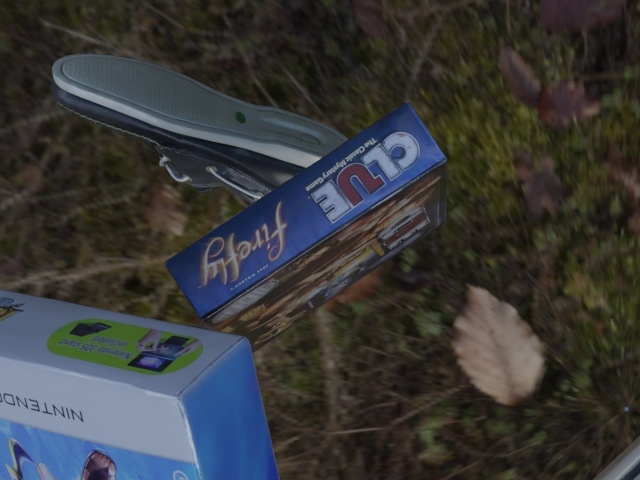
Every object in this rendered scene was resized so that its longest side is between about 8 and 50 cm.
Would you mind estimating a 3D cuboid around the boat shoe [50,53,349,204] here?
[{"bbox_3d":[-0.092,-0.070,1.321,0.233,0.084,0.079,20,120,-9],"label":"boat shoe"}]

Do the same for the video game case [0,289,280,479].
[{"bbox_3d":[-0.124,0.159,0.953,0.244,0.061,0.269,9,122,35],"label":"video game case"}]

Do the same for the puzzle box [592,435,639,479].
[{"bbox_3d":[0.227,0.325,1.273,0.409,0.052,0.272,-42,83,-10],"label":"puzzle box"}]

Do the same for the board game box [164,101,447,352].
[{"bbox_3d":[0.000,0.000,1.109,0.165,0.243,0.042,-34,81,-1],"label":"board game box"}]
